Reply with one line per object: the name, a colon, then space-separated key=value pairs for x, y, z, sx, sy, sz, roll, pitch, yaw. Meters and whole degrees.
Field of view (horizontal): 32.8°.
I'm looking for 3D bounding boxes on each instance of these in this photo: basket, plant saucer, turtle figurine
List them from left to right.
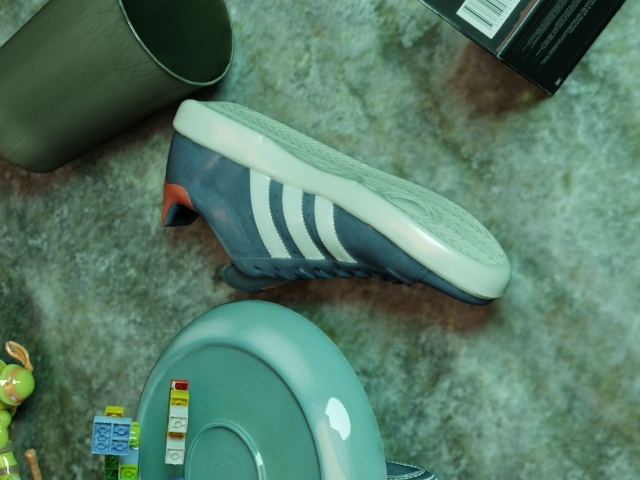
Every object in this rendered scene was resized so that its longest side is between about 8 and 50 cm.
turtle figurine: x=-0.371 y=0.151 z=1.142 sx=0.217 sy=0.087 sz=0.270 roll=-15 pitch=95 yaw=32
basket: x=-0.219 y=-0.173 z=1.053 sx=0.227 sy=0.154 sz=0.204 roll=-28 pitch=35 yaw=28
plant saucer: x=-0.076 y=0.213 z=0.983 sx=0.317 sy=0.043 sz=0.318 roll=-1 pitch=89 yaw=42

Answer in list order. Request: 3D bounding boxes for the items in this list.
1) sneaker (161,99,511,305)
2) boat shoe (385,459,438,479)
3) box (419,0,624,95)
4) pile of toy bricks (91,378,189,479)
sneaker: x=0.000 y=0.000 z=0.970 sx=0.350 sy=0.131 sz=0.148 roll=29 pitch=106 yaw=28
boat shoe: x=0.016 y=0.195 z=0.977 sx=0.183 sy=0.065 sz=0.083 roll=-6 pitch=90 yaw=26
box: x=0.205 y=-0.258 z=0.847 sx=0.103 sy=0.184 sz=0.261 roll=42 pitch=104 yaw=22
pile of toy bricks: x=-0.174 y=0.218 z=0.989 sx=0.118 sy=0.105 sz=0.212 roll=5 pitch=109 yaw=-9
